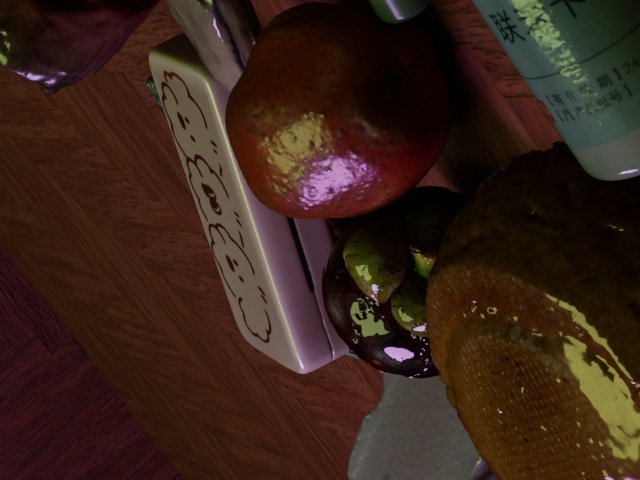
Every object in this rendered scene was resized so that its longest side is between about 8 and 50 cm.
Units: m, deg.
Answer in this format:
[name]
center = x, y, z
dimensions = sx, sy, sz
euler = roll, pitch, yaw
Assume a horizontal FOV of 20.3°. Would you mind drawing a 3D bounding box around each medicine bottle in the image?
[medicine bottle]
center = 0.112, -0.201, 1.030
dimensions = 0.352, 0.110, 0.110
euler = 55, 162, -17

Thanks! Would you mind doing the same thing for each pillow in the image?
[pillow]
center = -0.120, -0.246, 1.490
dimensions = 0.270, 0.067, 0.173
euler = 60, 175, 30

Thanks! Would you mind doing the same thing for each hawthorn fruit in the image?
[hawthorn fruit]
center = 0.015, -0.104, 1.385
dimensions = 0.189, 0.189, 0.189
euler = 43, 162, 18

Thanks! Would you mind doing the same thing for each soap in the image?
[soap]
center = 0.102, 0.166, 1.594
dimensions = 0.159, 0.258, 0.302
euler = 34, 157, 42

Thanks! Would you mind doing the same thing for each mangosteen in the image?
[mangosteen]
center = 0.085, 0.031, 1.452
dimensions = 0.166, 0.166, 0.180
euler = 47, 171, 6

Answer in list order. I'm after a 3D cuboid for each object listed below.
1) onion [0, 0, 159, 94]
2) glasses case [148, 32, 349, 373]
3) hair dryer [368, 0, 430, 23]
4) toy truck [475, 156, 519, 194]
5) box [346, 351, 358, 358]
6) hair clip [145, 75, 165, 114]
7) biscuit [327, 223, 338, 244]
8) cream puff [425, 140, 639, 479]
[onion]
center = -0.038, -0.254, 0.763
dimensions = 0.398, 0.398, 0.420
euler = 38, 126, 30
[glasses case]
center = -0.063, -0.039, 1.735
dimensions = 0.144, 0.076, 0.336
euler = 24, 137, 57
[hair dryer]
center = 0.022, -0.216, 1.340
dimensions = 0.150, 0.047, 0.071
euler = 37, 161, 52
[toy truck]
center = 0.162, -0.025, 1.390
dimensions = 0.083, 0.049, 0.054
euler = 32, 157, 41
[box]
center = 0.061, 0.072, 1.797
dimensions = 0.122, 0.084, 0.069
euler = 9, 128, 63
[hair clip]
center = -0.136, -0.092, 1.994
dimensions = 0.066, 0.036, 0.229
euler = 22, 142, 47
[biscuit]
center = 0.000, 0.000, 1.894
dimensions = 0.091, 0.015, 0.078
euler = 45, 163, 11
[cream puff]
center = 0.213, 0.068, 1.204
dimensions = 0.303, 0.212, 0.303
euler = 43, 154, 27
